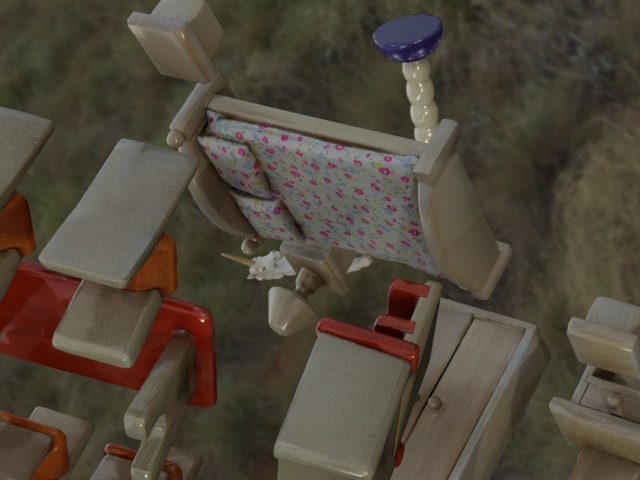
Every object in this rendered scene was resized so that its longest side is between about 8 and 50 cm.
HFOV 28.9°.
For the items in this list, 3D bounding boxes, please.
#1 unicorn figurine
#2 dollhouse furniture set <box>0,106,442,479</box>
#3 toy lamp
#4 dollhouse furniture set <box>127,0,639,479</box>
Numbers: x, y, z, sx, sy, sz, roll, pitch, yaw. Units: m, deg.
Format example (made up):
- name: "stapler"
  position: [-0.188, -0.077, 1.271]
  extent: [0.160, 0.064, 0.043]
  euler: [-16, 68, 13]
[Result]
- name: "unicorn figurine"
  position: [0.000, 0.000, 1.174]
  extent: [0.111, 0.060, 0.162]
  euler: [-11, 16, 30]
- name: "dollhouse furniture set"
  position: [-0.078, 0.061, 0.669]
  extent: [0.262, 0.259, 0.135]
  euler: [94, -165, -46]
- name: "toy lamp"
  position: [0.115, -0.093, 1.289]
  extent: [0.080, 0.275, 0.080]
  euler: [-12, 31, 7]
- name: "dollhouse furniture set"
  position: [0.038, 0.045, 0.778]
  extent: [0.303, 0.355, 0.174]
  euler: [15, 63, 34]
